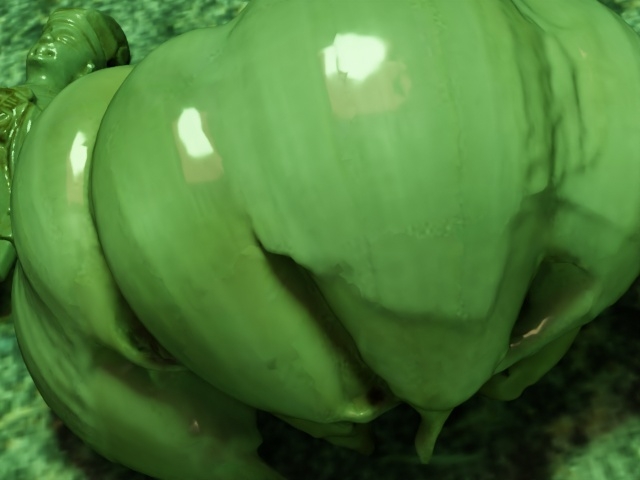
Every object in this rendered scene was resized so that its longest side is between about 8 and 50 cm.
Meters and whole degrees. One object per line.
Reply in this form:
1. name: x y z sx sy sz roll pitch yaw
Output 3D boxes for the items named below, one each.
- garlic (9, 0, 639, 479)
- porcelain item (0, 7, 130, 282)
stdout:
1. garlic: 0.003 -0.008 0.666 0.281 0.185 0.203 -14 62 2
2. porcelain item: -0.155 -0.046 0.849 0.084 0.054 0.213 7 47 22
